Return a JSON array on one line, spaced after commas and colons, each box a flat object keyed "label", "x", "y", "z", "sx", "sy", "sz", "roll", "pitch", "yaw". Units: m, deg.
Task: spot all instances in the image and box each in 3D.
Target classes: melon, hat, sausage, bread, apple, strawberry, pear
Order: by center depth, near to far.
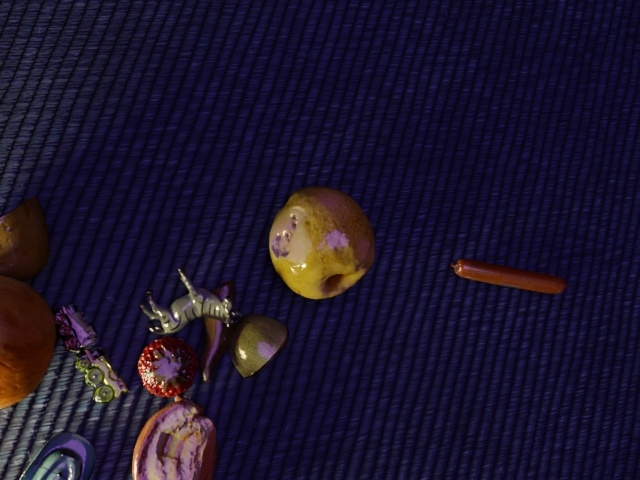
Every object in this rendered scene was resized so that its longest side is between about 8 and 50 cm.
[{"label": "apple", "x": -0.684, "y": 0.210, "z": 1.578, "sx": 0.233, "sy": 0.286, "sz": 0.286, "roll": 21, "pitch": 74, "yaw": -28}, {"label": "hat", "x": -0.569, "y": 0.512, "z": 1.645, "sx": 0.138, "sy": 0.078, "sz": 0.191, "roll": 29, "pitch": 74, "yaw": -13}, {"label": "bread", "x": -0.319, "y": 0.467, "z": 1.701, "sx": 0.190, "sy": 0.123, "sz": 0.244, "roll": 11, "pitch": 76, "yaw": -11}, {"label": "strawberry", "x": -0.348, "y": 0.290, "z": 1.746, "sx": 0.145, "sy": 0.086, "sz": 0.145, "roll": 2, "pitch": 79, "yaw": -13}, {"label": "melon", "x": -0.155, "y": 0.239, "z": 1.810, "sx": 0.128, "sy": 0.079, "sz": 0.160, "roll": 41, "pitch": 73, "yaw": -6}, {"label": "pear", "x": 0.000, "y": 0.000, "z": 1.815, "sx": 0.271, "sy": 0.271, "sz": 0.271, "roll": 3, "pitch": 79, "yaw": -15}, {"label": "sausage", "x": 0.508, "y": 0.098, "z": 2.029, "sx": 0.347, "sy": 0.053, "sz": 0.053, "roll": 11, "pitch": 77, "yaw": -13}]

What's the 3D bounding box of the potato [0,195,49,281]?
[{"label": "potato", "x": -0.677, "y": 0.015, "z": 1.677, "sx": 0.203, "sy": 0.178, "sz": 0.158, "roll": -45, "pitch": 110, "yaw": -32}]

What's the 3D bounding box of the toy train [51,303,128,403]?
[{"label": "toy train", "x": -0.529, "y": 0.254, "z": 1.722, "sx": 0.085, "sy": 0.053, "sz": 0.250, "roll": -31, "pitch": 88, "yaw": -26}]

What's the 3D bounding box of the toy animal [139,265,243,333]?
[{"label": "toy animal", "x": -0.303, "y": 0.157, "z": 1.751, "sx": 0.217, "sy": 0.073, "sz": 0.176, "roll": -35, "pitch": 86, "yaw": 9}]

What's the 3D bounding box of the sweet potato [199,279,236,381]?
[{"label": "sweet potato", "x": -0.246, "y": 0.212, "z": 1.797, "sx": 0.077, "sy": 0.077, "sz": 0.244, "roll": 11, "pitch": 82, "yaw": -13}]
